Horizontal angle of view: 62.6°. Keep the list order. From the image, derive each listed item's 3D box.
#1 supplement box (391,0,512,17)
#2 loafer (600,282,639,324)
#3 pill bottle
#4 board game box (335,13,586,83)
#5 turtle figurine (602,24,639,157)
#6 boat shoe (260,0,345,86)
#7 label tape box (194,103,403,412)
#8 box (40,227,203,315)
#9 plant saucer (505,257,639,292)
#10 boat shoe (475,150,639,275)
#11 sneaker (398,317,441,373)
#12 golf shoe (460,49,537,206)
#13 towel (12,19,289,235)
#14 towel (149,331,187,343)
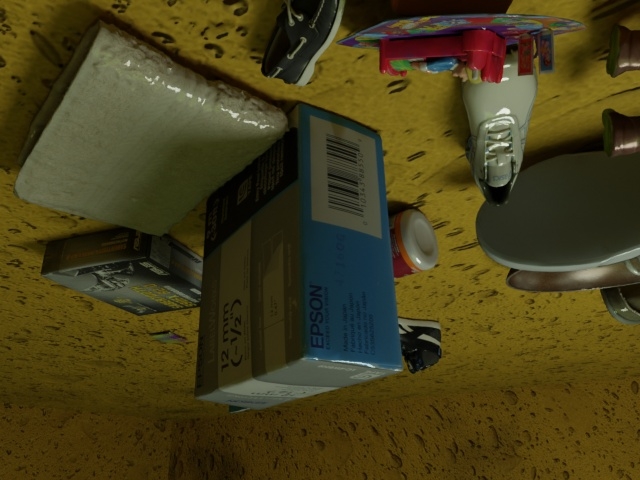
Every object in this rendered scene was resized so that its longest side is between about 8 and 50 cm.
[{"bbox_3d":[0.094,-0.214,0.235,0.080,0.078,0.233,1,156,-7],"label":"supplement box"},{"bbox_3d":[0.619,0.093,0.956,0.251,0.094,0.087,-2,152,-23],"label":"loafer"},{"bbox_3d":[0.080,0.017,0.738,0.152,0.086,0.086,-20,150,36],"label":"pill bottle"},{"bbox_3d":[0.088,-0.126,0.366,0.133,0.033,0.169,-4,-166,-15],"label":"board game box"},{"bbox_3d":[0.342,-0.110,0.403,0.217,0.087,0.269,-2,136,21],"label":"turtle figurine"},{"bbox_3d":[-0.015,-0.160,0.389,0.038,0.046,0.125,1,164,-19],"label":"boat shoe"},{"bbox_3d":[-0.068,0.051,0.601,0.115,0.249,0.348,14,151,-33],"label":"label tape box"},{"bbox_3d":[-0.280,0.055,0.832,0.183,0.056,0.231,-10,154,16],"label":"box"},{"bbox_3d":[0.437,0.023,0.792,0.310,0.050,0.310,-4,161,-1],"label":"plant saucer"},{"bbox_3d":[0.368,-0.043,0.594,0.367,0.136,0.156,-22,153,19],"label":"boat shoe"},{"bbox_3d":[0.183,0.243,1.203,0.217,0.121,0.079,5,154,-14],"label":"sneaker"},{"bbox_3d":[0.171,-0.097,0.493,0.069,0.086,0.176,-8,154,15],"label":"golf shoe"},{"bbox_3d":[-0.184,-0.089,0.533,0.187,0.049,0.282,17,149,-38],"label":"towel"},{"bbox_3d":[-0.372,0.239,1.291,0.060,0.009,0.083,-10,154,20],"label":"towel"}]
